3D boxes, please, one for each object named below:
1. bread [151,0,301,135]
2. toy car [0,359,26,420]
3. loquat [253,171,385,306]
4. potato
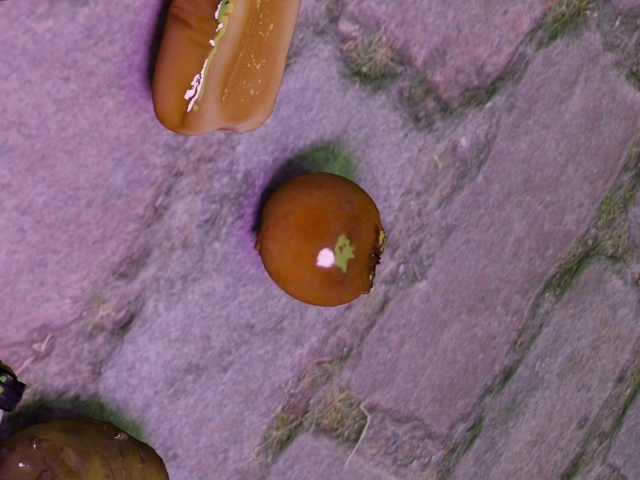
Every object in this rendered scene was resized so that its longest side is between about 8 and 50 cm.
[{"bbox_3d":[-0.074,-0.241,1.533,0.142,0.091,0.305,-11,122,-56],"label":"bread"},{"bbox_3d":[-0.393,0.127,1.336,0.314,0.166,0.198,40,75,-46],"label":"toy car"},{"bbox_3d":[0.000,0.000,1.761,0.141,0.141,0.141,-30,135,-35],"label":"loquat"},{"bbox_3d":[-0.241,0.247,1.660,0.251,0.113,0.149,19,91,-63],"label":"potato"}]
